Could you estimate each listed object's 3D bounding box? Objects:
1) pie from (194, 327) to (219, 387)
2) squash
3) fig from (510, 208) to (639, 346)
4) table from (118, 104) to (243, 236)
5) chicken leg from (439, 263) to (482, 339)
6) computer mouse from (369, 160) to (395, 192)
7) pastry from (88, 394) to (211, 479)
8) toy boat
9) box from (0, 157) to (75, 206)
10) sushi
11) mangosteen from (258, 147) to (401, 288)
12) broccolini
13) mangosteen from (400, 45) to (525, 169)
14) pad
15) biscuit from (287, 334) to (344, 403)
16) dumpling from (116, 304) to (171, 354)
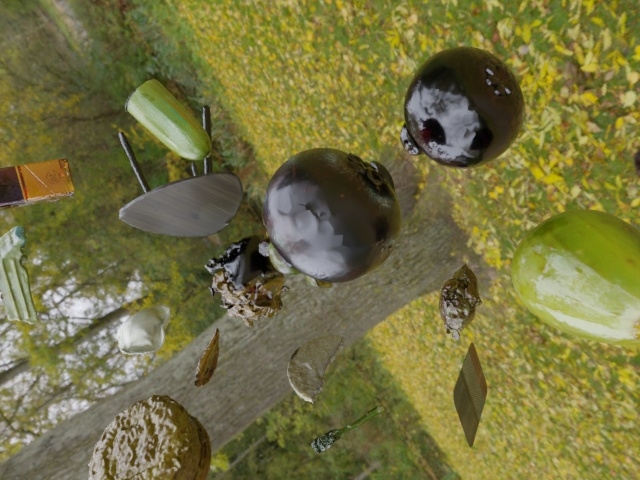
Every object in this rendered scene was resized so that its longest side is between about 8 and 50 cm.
[{"bbox_3d":[-0.337,0.367,1.533,0.033,0.191,0.088,2,140,19],"label":"pie"},{"bbox_3d":[-0.303,-0.239,1.055,0.188,0.095,0.095,42,168,0],"label":"squash"},{"bbox_3d":[0.543,0.083,0.998,0.258,0.258,0.326,61,177,-30],"label":"fig"},{"bbox_3d":[-0.357,-0.195,1.368,0.317,0.317,0.249,82,171,-66],"label":"table"},{"bbox_3d":[0.518,0.181,1.896,0.140,0.361,0.211,22,130,4],"label":"chicken leg"},{"bbox_3d":[0.184,-0.149,1.603,0.122,0.073,0.217,-43,42,47],"label":"computer mouse"},{"bbox_3d":[-0.268,0.348,0.810,0.189,0.188,0.103,42,169,45],"label":"pastry"},{"bbox_3d":[-0.783,0.094,1.299,0.111,0.084,0.276,43,133,39],"label":"toy boat"},{"bbox_3d":[-0.568,-0.088,0.906,0.152,0.237,0.070,3,108,65],"label":"box"},{"bbox_3d":[-0.192,0.114,1.388,0.204,0.200,0.213,64,-178,15],"label":"sushi"},{"bbox_3d":[0.018,-0.043,1.121,0.330,0.330,0.330,51,168,15],"label":"mangosteen"},{"bbox_3d":[0.083,0.564,1.555,0.071,0.254,0.057,37,146,47],"label":"broccolini"},{"bbox_3d":[0.326,-0.310,1.241,0.313,0.297,0.297,-21,110,33],"label":"mangosteen"},{"bbox_3d":[0.435,0.452,1.303,0.055,0.250,0.323,-34,94,35],"label":"pad"},{"bbox_3d":[-0.028,0.377,1.564,0.133,0.250,0.032,12,132,20],"label":"biscuit"},{"bbox_3d":[-0.503,0.267,1.485,0.134,0.169,0.100,44,141,38],"label":"dumpling"}]
